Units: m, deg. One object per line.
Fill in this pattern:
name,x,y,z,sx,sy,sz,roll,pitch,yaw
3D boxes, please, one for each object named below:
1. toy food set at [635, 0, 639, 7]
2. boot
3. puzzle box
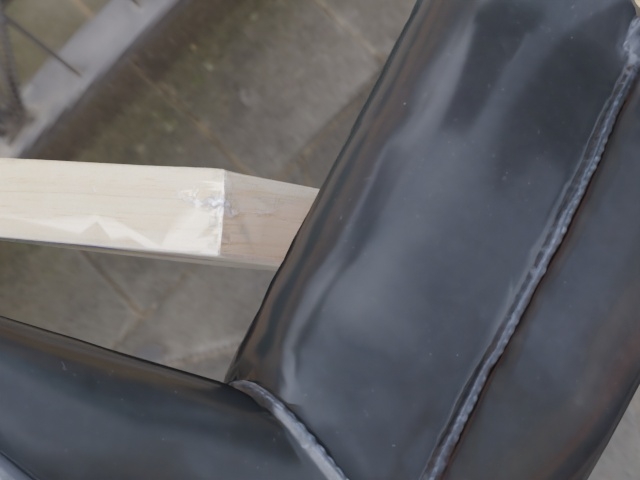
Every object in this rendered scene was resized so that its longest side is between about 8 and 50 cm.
toy food set,0.393,-0.287,1.866,0.083,0.020,0.083,9,64,40
boot,0.001,0.001,0.792,0.146,0.367,0.445,-16,36,58
puzzle box,-0.056,-0.008,1.163,0.272,0.409,0.052,5,88,32
